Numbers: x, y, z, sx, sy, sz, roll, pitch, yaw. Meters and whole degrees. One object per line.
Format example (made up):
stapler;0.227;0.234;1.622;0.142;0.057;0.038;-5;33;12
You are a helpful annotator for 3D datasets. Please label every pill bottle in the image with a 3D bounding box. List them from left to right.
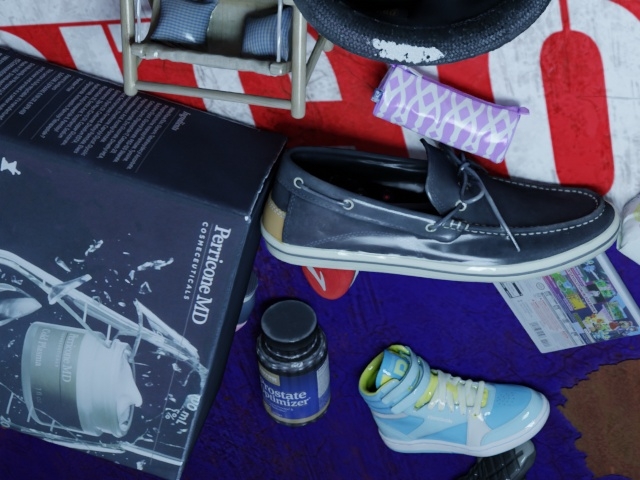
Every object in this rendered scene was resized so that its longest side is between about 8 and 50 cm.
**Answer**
pill bottle;-0.047;0.207;2.194;0.123;0.123;0.219;8;137;12

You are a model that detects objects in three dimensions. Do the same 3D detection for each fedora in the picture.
fedora;0.113;-0.343;1.510;0.334;0.334;0.152;22;176;-3

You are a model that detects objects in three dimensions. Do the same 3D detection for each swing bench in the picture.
swing bench;-0.128;-0.315;1.647;0.253;0.165;0.254;8;136;13

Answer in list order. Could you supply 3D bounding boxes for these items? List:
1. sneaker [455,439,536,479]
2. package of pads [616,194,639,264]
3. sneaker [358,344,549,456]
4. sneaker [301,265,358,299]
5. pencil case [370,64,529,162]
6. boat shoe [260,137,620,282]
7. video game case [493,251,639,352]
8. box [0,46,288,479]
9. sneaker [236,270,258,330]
sneaker;0.325;0.429;2.332;0.106;0.101;0.267;9;141;-22
package of pads;0.574;-0.027;1.736;0.229;0.101;0.296;33;136;-15
sneaker;0.206;0.258;2.154;0.319;0.127;0.208;-11;131;29
sneaker;0.000;0.000;1.963;0.107;0.118;0.279;10;137;12
pencil case;0.170;-0.178;1.747;0.206;0.086;0.088;21;112;-4
boat shoe;0.169;-0.050;1.771;0.500;0.187;0.156;3;119;-2
video game case;0.380;0.088;1.987;0.183;0.023;0.201;-15;127;33
box;-0.347;0.031;1.904;0.472;0.297;0.480;17;119;0
sneaker;-0.266;0.080;2.151;0.319;0.112;0.131;16;135;6
